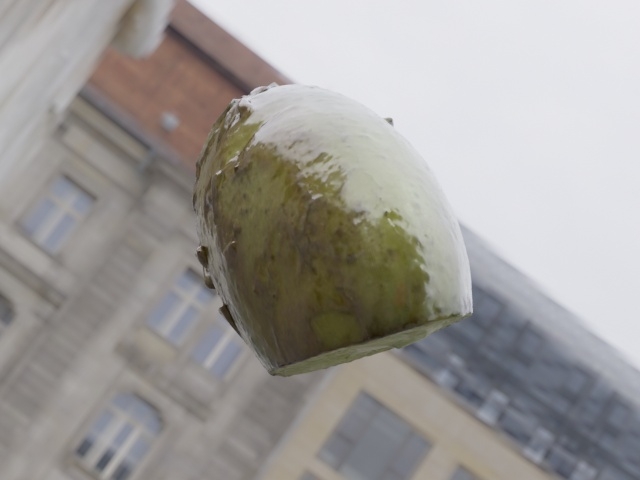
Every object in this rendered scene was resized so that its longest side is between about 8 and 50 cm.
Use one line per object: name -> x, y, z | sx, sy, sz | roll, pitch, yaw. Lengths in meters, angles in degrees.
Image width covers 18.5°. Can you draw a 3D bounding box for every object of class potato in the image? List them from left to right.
potato -> 0.000, 0.000, 1.153 | 0.298, 0.141, 0.176 | -125, -162, -70
